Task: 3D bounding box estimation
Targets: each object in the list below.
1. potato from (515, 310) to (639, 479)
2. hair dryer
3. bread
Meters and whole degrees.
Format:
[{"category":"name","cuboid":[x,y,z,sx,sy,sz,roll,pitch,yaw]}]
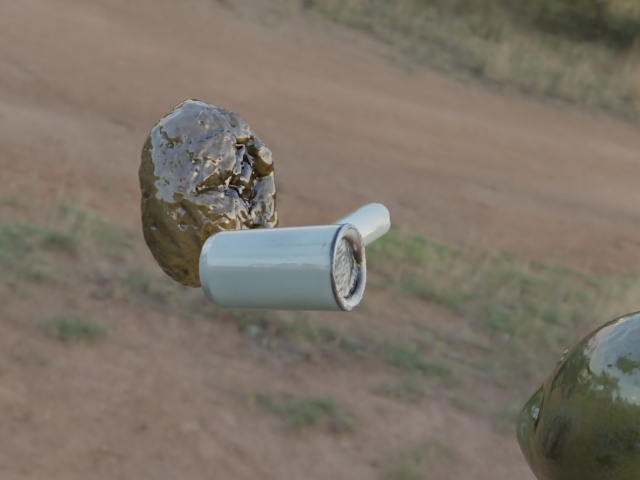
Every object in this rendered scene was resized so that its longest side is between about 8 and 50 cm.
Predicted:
[{"category":"potato","cuboid":[0.252,0.136,1.206,0.178,0.235,0.160,31,50,-22]},{"category":"hair dryer","cuboid":[0.000,0.000,1.392,0.131,0.073,0.236,-1,16,25]},{"category":"bread","cuboid":[-0.128,-0.053,1.872,0.123,0.230,0.230,-2,7,18]}]
